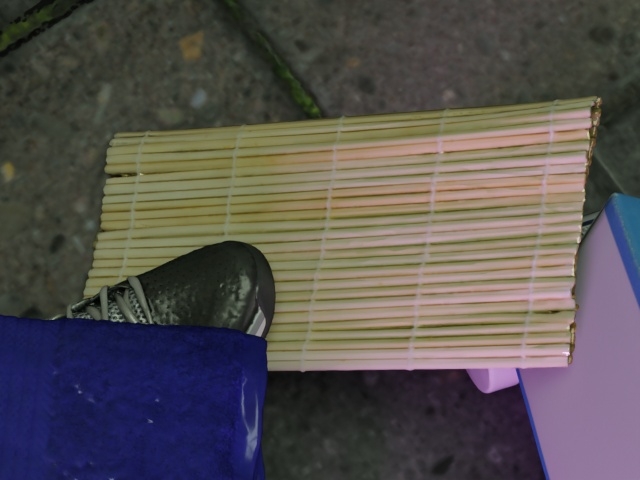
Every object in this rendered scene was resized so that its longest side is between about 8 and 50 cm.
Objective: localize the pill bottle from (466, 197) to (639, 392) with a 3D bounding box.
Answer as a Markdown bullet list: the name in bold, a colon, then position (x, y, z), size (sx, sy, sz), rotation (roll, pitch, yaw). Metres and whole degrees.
- **pill bottle**: position (0.163, 0.031, 1.130), size (0.169, 0.094, 0.094), rotation (-17, 76, -10)

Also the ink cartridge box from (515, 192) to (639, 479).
- **ink cartridge box**: position (0.280, 0.120, 1.009), size (0.307, 0.129, 0.223), rotation (13, 38, -21)

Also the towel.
- **towel**: position (-0.178, 0.137, 0.924), size (0.308, 0.076, 0.227), rotation (8, 58, -11)

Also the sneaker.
- **sneaker**: position (-0.139, 0.064, 1.032), size (0.229, 0.132, 0.086), rotation (-37, 54, 10)

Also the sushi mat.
- **sushi mat**: position (0.000, 0.000, 1.075), size (0.316, 0.019, 0.151), rotation (-3, 72, 29)
